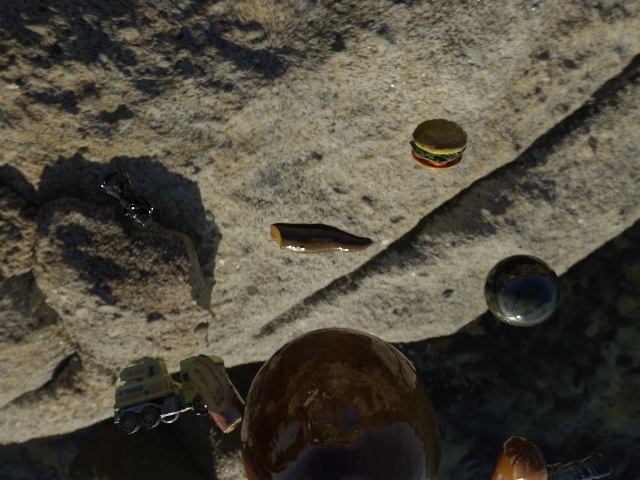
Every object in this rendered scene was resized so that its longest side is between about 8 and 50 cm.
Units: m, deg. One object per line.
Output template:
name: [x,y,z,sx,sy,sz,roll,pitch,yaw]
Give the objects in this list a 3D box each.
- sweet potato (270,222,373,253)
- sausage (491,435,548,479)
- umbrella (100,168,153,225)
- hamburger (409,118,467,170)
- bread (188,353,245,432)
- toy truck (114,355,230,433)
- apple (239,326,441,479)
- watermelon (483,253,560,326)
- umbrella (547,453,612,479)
sweet potato: [0.000,0.000,1.086,0.243,0.077,0.077,7,111,-9]
sausage: [0.250,0.299,0.584,0.054,0.062,0.183,-46,147,-23]
umbrella: [-0.710,-0.155,1.699,0.110,0.272,0.122,-28,153,-32]
hamburger: [0.332,-0.270,1.297,0.161,0.162,0.115,-6,135,-4]
bread: [-0.202,0.338,0.963,0.067,0.119,0.193,-32,114,-18]
toy truck: [-0.355,0.350,1.094,0.272,0.124,0.157,-16,75,5]
apple: [0.019,0.202,0.491,0.210,0.188,0.211,-4,132,-4]
watermelon: [0.583,0.141,1.333,0.212,0.212,0.212,-2,112,-5]
umbrella: [0.467,0.451,0.888,0.188,0.050,0.046,-11,114,-8]
